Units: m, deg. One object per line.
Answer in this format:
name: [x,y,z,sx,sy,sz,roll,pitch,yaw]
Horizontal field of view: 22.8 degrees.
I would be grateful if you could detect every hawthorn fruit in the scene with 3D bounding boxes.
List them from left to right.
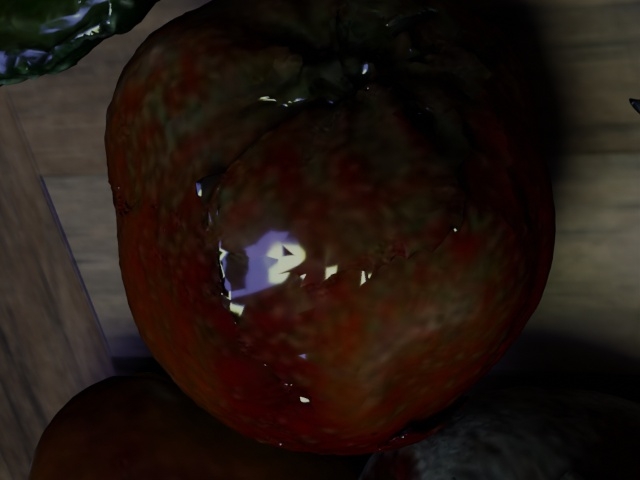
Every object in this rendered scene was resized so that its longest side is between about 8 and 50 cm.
hawthorn fruit: [0.000,0.000,0.634,0.181,0.181,0.235,32,151,8]

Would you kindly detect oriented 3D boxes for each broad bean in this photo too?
broad bean: [-0.042,0.161,0.771,0.228,0.156,0.122,35,172,-1]

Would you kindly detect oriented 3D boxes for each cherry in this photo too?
cherry: [0.091,0.152,0.657,0.195,0.195,0.195,15,127,21]

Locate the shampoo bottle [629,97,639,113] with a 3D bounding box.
shampoo bottle: [0.143,-0.104,0.531,0.072,0.072,0.214,13,126,23]

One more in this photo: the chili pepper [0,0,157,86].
chili pepper: [-0.053,-0.164,0.575,0.116,0.148,0.264,19,136,-23]

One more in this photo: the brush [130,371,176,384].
brush: [0.030,0.143,0.803,0.314,0.017,0.090,25,128,14]
